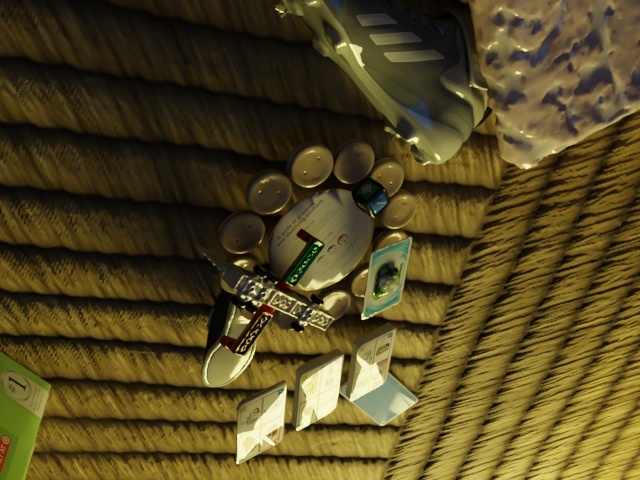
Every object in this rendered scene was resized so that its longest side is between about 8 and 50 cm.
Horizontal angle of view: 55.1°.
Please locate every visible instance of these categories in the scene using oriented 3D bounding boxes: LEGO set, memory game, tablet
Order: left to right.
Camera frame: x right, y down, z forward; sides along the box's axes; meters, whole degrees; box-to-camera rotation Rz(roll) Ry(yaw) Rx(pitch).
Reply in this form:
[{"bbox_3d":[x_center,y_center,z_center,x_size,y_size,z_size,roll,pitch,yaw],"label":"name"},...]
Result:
[{"bbox_3d":[-0.006,0.062,0.535,0.182,0.060,0.244,-20,132,-32],"label":"LEGO set"},{"bbox_3d":[0.000,0.000,0.518,0.186,0.012,0.186,-15,127,-21],"label":"memory game"},{"bbox_3d":[0.063,0.167,0.663,0.054,0.006,0.083,-38,121,12],"label":"tablet"}]

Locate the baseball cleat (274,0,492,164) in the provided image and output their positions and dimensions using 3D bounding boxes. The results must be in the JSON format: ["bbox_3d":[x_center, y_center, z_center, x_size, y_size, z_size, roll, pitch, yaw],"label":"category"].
[{"bbox_3d":[0.055,-0.150,0.443,0.109,0.072,0.206,-45,125,0],"label":"baseball cleat"}]

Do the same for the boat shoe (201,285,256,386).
[{"bbox_3d":[-0.083,0.079,0.561,0.046,0.038,0.125,1,122,-31],"label":"boat shoe"}]

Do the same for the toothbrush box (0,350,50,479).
[{"bbox_3d":[-0.362,0.130,0.436,0.122,0.206,0.283,-33,122,10],"label":"toothbrush box"}]

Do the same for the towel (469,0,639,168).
[{"bbox_3d":[0.227,-0.250,0.389,0.316,0.053,0.332,-26,122,-6],"label":"towel"}]
